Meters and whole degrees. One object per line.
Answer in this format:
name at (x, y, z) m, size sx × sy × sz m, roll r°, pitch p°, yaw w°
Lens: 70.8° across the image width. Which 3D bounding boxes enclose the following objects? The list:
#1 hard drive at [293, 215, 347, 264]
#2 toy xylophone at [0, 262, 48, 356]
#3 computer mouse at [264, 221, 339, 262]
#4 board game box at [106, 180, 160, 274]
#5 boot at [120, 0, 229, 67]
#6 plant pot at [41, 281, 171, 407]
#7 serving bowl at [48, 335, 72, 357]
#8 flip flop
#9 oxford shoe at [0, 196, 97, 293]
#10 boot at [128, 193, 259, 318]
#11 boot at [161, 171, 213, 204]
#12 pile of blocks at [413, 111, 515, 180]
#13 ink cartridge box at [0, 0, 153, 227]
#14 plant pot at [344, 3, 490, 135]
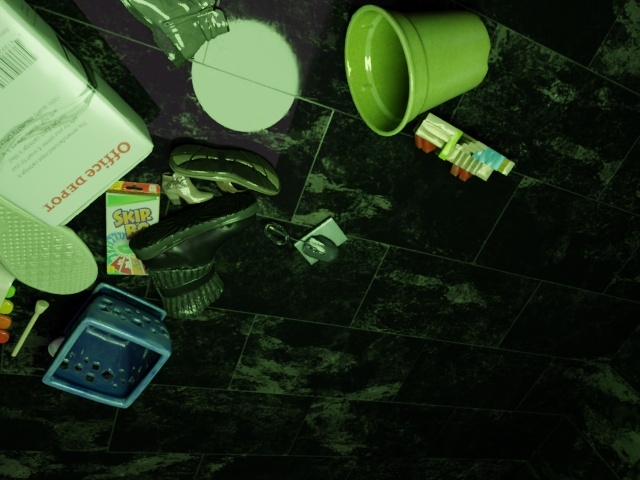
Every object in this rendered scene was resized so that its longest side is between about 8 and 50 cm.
hard drive at (0.000, 0.000, 1.323) m, size 0.135 × 0.022 × 0.094 m, roll -35°, pitch 123°, yaw 6°
toy xylophone at (-0.850, 0.176, 1.146) m, size 0.236 × 0.081 × 0.323 m, roll 35°, pitch 105°, yaw -30°
computer mouse at (-0.050, 0.008, 1.275) m, size 0.242 × 0.041 × 0.071 m, roll 20°, pitch 113°, yaw -24°
board game box at (-0.484, -0.027, 1.163) m, size 0.124 × 0.039 × 0.260 m, roll 3°, pitch 116°, yaw -19°
boot at (-0.311, -0.498, 0.918) m, size 0.161 × 0.083 × 0.246 m, roll -40°, pitch 128°, yaw 1°
plant pot at (-0.556, 0.266, 1.207) m, size 0.236 × 0.212 × 0.236 m, roll 33°, pitch 107°, yaw -30°
serving bowl at (-0.728, 0.303, 1.288) m, size 0.083 × 0.027 × 0.083 m, roll -7°, pitch 121°, yaw -11°
flip flop at (-0.234, -0.164, 1.120) m, size 0.276 × 0.112 × 0.080 m, roll 6°, pitch 144°, yaw -22°
oxford shoe at (-0.672, -0.027, 1.003) m, size 0.169 × 0.130 × 0.449 m, roll -37°, pitch 141°, yaw -5°
boot at (-0.295, 0.041, 1.198) m, size 0.347 × 0.131 × 0.260 m, roll -22°, pitch 125°, yaw -4°
boot at (-0.337, -0.138, 1.134) m, size 0.118 × 0.042 × 0.087 m, roll -11°, pitch 120°, yaw -10°
pile of blocks at (0.392, -0.225, 1.229) m, size 0.362 × 0.149 × 0.113 m, roll 20°, pitch 112°, yaw -26°
ink cartridge box at (-0.575, -0.255, 0.866) m, size 0.285 × 0.166 × 0.395 m, roll -38°, pitch 135°, yaw 2°
plant pot at (0.231, -0.408, 1.029) m, size 0.253 × 0.276 × 0.276 m, roll -20°, pitch 124°, yaw -17°
